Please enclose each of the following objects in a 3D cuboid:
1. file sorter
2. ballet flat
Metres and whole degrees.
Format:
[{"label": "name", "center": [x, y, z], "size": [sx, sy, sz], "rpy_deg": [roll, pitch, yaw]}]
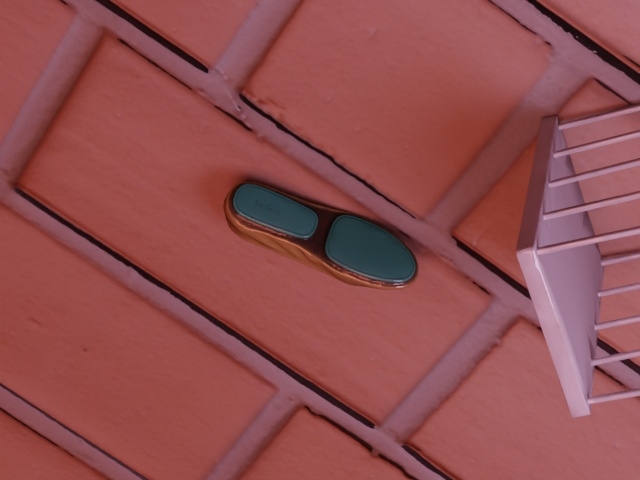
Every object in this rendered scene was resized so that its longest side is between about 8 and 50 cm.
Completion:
[{"label": "file sorter", "center": [0.312, 0.004, 1.533], "size": [0.173, 0.277, 0.192], "rpy_deg": [-13, 117, 21]}, {"label": "ballet flat", "center": [0.000, 0.000, 1.757], "size": [0.232, 0.080, 0.073], "rpy_deg": [25, 152, 3]}]
